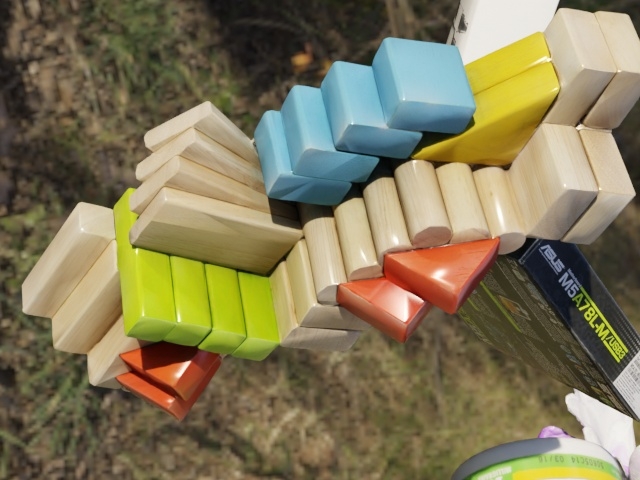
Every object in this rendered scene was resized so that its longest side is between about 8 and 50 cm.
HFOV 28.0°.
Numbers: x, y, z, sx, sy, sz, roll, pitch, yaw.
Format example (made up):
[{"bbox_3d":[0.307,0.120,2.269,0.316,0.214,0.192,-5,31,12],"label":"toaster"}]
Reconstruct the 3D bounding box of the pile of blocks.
[{"bbox_3d":[0.000,0.000,0.653,0.149,0.362,0.113,38,32,-48],"label":"pile of blocks"}]

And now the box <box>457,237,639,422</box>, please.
[{"bbox_3d":[0.139,0.034,0.920,0.045,0.184,0.191,-47,124,-9],"label":"box"}]

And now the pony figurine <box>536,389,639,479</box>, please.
[{"bbox_3d":[0.297,0.288,1.325,0.351,0.363,0.303,46,19,-33],"label":"pony figurine"}]

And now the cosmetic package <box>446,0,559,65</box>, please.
[{"bbox_3d":[0.147,-0.216,0.931,0.099,0.060,0.239,-94,-162,-69],"label":"cosmetic package"}]

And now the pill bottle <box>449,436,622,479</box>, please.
[{"bbox_3d":[0.174,0.281,0.937,0.136,0.136,0.246,52,26,-50],"label":"pill bottle"}]
